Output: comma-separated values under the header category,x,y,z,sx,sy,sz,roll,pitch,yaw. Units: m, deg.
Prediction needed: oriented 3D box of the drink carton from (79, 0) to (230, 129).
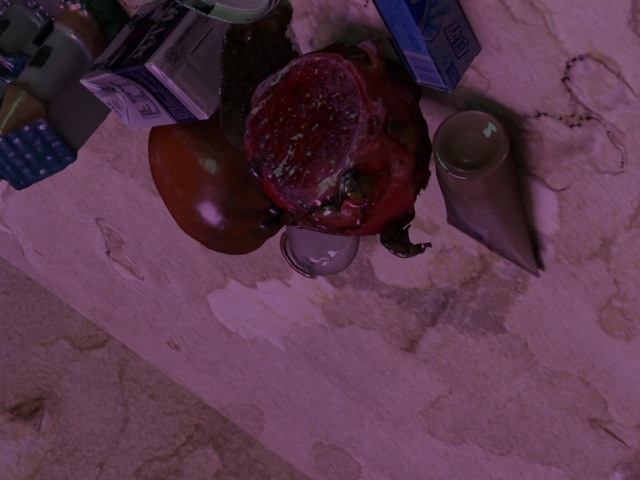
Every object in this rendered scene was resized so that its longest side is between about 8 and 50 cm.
category,x,y,z,sx,sy,sz,roll,pitch,yaw
drink carton,-0.177,-0.215,2.035,0.102,0.134,0.222,42,160,-22

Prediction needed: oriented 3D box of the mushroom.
category,x,y,z,sx,sy,sz,roll,pitch,yaw
mushroom,0.000,0.000,2.319,0.116,0.093,0.225,48,172,10

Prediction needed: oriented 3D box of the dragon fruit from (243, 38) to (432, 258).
category,x,y,z,sx,sy,sz,roll,pitch,yaw
dragon fruit,0.021,-0.109,1.826,0.282,0.211,0.147,58,-174,34

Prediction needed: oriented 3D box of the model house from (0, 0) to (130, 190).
category,x,y,z,sx,sy,sz,roll,pitch,yaw
model house,-0.413,-0.181,2.221,0.267,0.325,0.194,18,155,41

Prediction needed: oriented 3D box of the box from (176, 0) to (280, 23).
category,x,y,z,sx,sy,sz,roll,pitch,yaw
box,-0.097,-0.333,1.612,0.226,0.149,0.226,30,160,13

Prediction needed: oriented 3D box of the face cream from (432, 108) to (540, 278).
category,x,y,z,sx,sy,sz,roll,pitch,yaw
face cream,0.183,-0.045,1.931,0.137,0.084,0.341,31,168,19

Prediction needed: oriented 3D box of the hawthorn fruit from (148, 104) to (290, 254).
category,x,y,z,sx,sy,sz,roll,pitch,yaw
hawthorn fruit,-0.138,-0.104,2.179,0.251,0.199,0.199,42,164,22

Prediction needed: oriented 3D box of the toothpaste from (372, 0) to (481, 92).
category,x,y,z,sx,sy,sz,roll,pitch,yaw
toothpaste,0.078,-0.253,1.626,0.053,0.066,0.272,20,155,39

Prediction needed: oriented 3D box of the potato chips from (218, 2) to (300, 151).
category,x,y,z,sx,sy,sz,roll,pitch,yaw
potato chips,-0.065,-0.186,1.949,0.026,0.142,0.209,41,126,33
